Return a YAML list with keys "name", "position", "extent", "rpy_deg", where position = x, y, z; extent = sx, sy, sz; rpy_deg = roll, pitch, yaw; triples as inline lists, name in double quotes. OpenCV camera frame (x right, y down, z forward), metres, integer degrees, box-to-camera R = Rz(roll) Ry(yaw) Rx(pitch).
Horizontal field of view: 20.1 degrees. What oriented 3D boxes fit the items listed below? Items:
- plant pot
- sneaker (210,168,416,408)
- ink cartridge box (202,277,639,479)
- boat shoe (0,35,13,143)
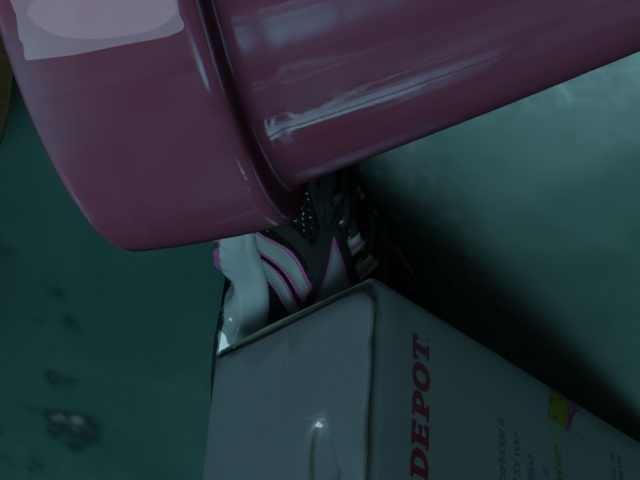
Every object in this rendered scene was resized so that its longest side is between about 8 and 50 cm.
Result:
- name: "plant pot"
  position: [0.012, -0.108, 0.517]
  extent: [0.180, 0.201, 0.201]
  rpy_deg: [-9, 126, 8]
- name: "sneaker"
  position: [0.000, 0.000, 0.695]
  extent: [0.077, 0.072, 0.178]
  rpy_deg: [5, 139, 1]
- name: "ink cartridge box"
  position: [0.057, 0.133, 0.676]
  extent: [0.093, 0.154, 0.212]
  rpy_deg: [-26, 136, 35]
- name: "boat shoe"
  position: [-0.169, -0.131, 0.634]
  extent: [0.104, 0.089, 0.285]
  rpy_deg: [-7, 133, -7]
